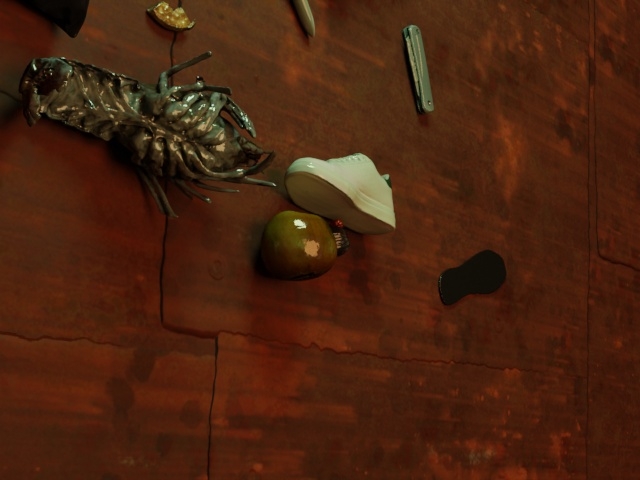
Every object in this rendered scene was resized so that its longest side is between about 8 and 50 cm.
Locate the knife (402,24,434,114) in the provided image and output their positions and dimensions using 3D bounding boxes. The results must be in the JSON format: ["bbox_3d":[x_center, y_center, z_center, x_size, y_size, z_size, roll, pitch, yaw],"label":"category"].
[{"bbox_3d":[0.177,-0.310,1.994,0.044,0.023,0.162,-17,98,-53],"label":"knife"}]

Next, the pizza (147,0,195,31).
[{"bbox_3d":[-0.207,-0.310,1.524,0.083,0.016,0.037,10,78,-46],"label":"pizza"}]

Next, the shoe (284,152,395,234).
[{"bbox_3d":[0.032,-0.095,1.737,0.265,0.095,0.110,32,55,-51],"label":"shoe"}]

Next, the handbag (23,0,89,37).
[{"bbox_3d":[-0.338,-0.405,1.319,0.211,0.088,0.254,32,65,-47],"label":"handbag"}]

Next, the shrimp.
[{"bbox_3d":[-0.201,-0.148,1.408,0.410,0.166,0.221,20,102,-34],"label":"shrimp"}]

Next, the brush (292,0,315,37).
[{"bbox_3d":[-0.066,-0.456,1.711,0.042,0.039,0.299,-40,119,-42],"label":"brush"}]

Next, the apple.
[{"bbox_3d":[-0.032,0.007,1.617,0.114,0.099,0.102,-6,80,-11],"label":"apple"}]

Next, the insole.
[{"bbox_3d":[0.293,0.069,2.099,0.253,0.005,0.086,-14,95,-52],"label":"insole"}]

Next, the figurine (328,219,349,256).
[{"bbox_3d":[0.000,0.000,1.715,0.106,0.047,0.060,-9,74,-43],"label":"figurine"}]
